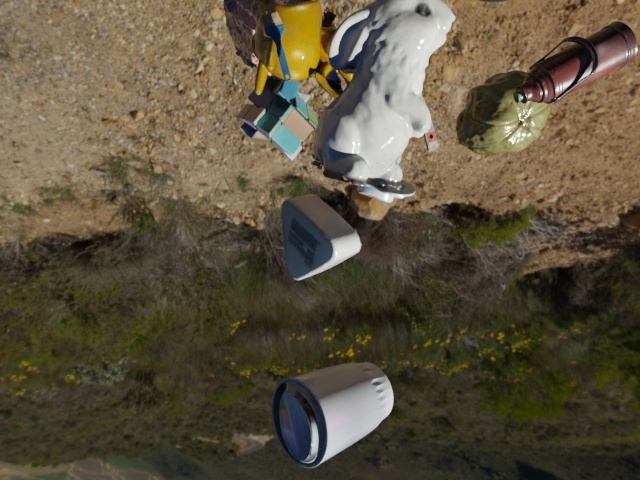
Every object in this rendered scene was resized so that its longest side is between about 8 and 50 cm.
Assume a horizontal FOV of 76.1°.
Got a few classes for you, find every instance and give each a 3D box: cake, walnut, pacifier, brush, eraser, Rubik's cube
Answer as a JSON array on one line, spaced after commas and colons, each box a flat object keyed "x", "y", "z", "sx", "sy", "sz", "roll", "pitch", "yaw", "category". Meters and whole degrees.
[{"x": -0.222, "y": -0.894, "z": 1.747, "sx": 0.293, "sy": 0.314, "sz": 0.307, "roll": -35, "pitch": 160, "yaw": -12, "category": "cake"}, {"x": 0.615, "y": -0.426, "z": 1.392, "sx": 0.253, "sy": 0.277, "sz": 0.282, "roll": 11, "pitch": 101, "yaw": -11, "category": "walnut"}, {"x": 0.230, "y": -0.260, "z": 1.511, "sx": 0.279, "sy": 0.227, "sz": 0.207, "roll": 21, "pitch": 121, "yaw": 17, "category": "pacifier"}, {"x": -0.104, "y": -0.487, "z": 1.033, "sx": 0.051, "sy": 0.014, "sz": 0.164, "roll": -16, "pitch": 106, "yaw": -1, "category": "brush"}, {"x": 0.000, "y": 0.000, "z": 1.547, "sx": 0.150, "sy": 0.331, "sz": 0.331, "roll": -18, "pitch": 154, "yaw": -41, "category": "eraser"}, {"x": -0.194, "y": -0.619, "z": 2.063, "sx": 0.387, "sy": 0.368, "sz": 0.358, "roll": 36, "pitch": 90, "yaw": -5, "category": "Rubik's cube"}]

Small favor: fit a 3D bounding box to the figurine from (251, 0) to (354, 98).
[{"x": -0.011, "y": -0.578, "z": 1.261, "sx": 0.387, "sy": 0.401, "sz": 0.268, "roll": -4, "pitch": 140, "yaw": -25, "category": "figurine"}]

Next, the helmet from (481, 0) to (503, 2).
[{"x": 0.442, "y": -0.674, "z": 1.000, "sx": 0.230, "sy": 0.279, "sz": 0.160, "roll": 10, "pitch": 123, "yaw": 21, "category": "helmet"}]

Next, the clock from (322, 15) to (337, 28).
[{"x": 0.038, "y": -0.841, "z": 1.764, "sx": 0.096, "sy": 0.202, "sz": 0.143, "roll": -18, "pitch": 170, "yaw": 24, "category": "clock"}]

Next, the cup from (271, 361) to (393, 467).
[{"x": 0.044, "y": 0.533, "z": 1.314, "sx": 0.371, "sy": 0.253, "sz": 0.253, "roll": -1, "pitch": 149, "yaw": -45, "category": "cup"}]

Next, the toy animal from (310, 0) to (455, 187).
[{"x": 0.103, "y": -0.286, "z": 0.784, "sx": 0.258, "sy": 0.194, "sz": 0.357, "roll": 23, "pitch": 110, "yaw": 29, "category": "toy animal"}]

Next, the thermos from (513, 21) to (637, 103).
[{"x": 0.522, "y": -0.356, "z": 0.868, "sx": 0.232, "sy": 0.099, "sz": 0.124, "roll": -28, "pitch": 164, "yaw": 8, "category": "thermos"}]

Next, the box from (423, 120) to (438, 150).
[{"x": 0.331, "y": -0.318, "z": 1.237, "sx": 0.012, "sy": 0.046, "sz": 0.083, "roll": -4, "pitch": 106, "yaw": 54, "category": "box"}]
